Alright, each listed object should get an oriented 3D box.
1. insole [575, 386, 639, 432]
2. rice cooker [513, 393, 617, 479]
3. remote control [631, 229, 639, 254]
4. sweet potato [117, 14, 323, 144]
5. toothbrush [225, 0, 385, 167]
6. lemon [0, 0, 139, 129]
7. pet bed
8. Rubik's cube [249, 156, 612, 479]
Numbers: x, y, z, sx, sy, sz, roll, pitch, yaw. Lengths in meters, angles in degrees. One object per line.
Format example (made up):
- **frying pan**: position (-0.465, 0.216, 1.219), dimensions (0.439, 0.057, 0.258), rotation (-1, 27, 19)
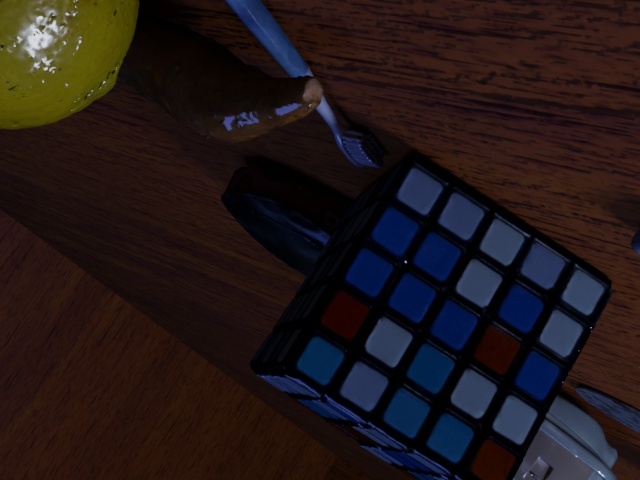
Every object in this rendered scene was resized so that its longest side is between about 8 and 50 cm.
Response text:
- **insole**: position (0.334, 0.189, 1.128), dimensions (0.193, 0.006, 0.065), rotation (27, 166, 21)
- **rice cooker**: position (0.211, 0.212, 1.242), dimensions (0.206, 0.127, 0.145), rotation (39, 169, 8)
- **remote control**: position (0.246, 0.029, 0.705), dimensions (0.124, 0.018, 0.053), rotation (34, 168, -7)
- **sweet potato**: position (-0.099, -0.120, 0.826), dimensions (0.072, 0.066, 0.314), rotation (36, 177, -41)
- **toothbrush**: position (-0.022, -0.122, 0.763), dimensions (0.025, 0.019, 0.276), rotation (16, 161, 36)
- **lemon**: position (-0.197, -0.155, 0.715), dimensions (0.173, 0.173, 0.206), rotation (28, -173, 18)
- **pet bed**: position (0.000, 0.000, 1.100), dimensions (0.201, 0.053, 0.201), rotation (31, 167, 8)
- **Rubik's cube**: position (0.076, 0.070, 0.887), dimensions (0.182, 0.184, 0.187), rotation (33, 169, -6)
